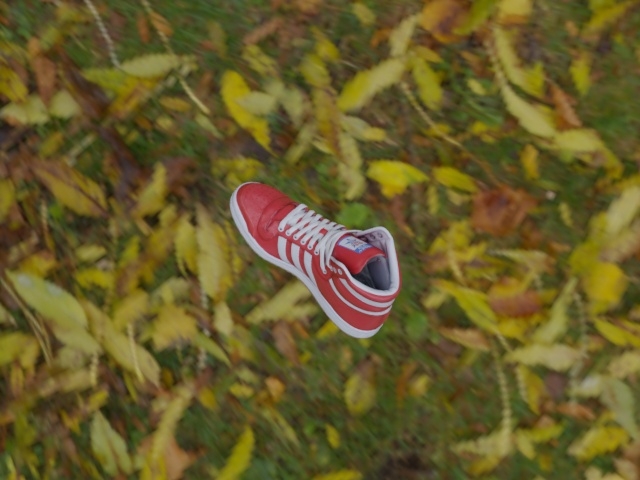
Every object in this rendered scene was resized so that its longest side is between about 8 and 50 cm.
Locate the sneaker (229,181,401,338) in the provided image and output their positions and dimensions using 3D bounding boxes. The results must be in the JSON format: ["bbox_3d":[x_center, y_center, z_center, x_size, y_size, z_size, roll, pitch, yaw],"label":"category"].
[{"bbox_3d":[0.000,0.000,1.046,0.118,0.067,0.042,43,61,5],"label":"sneaker"}]
